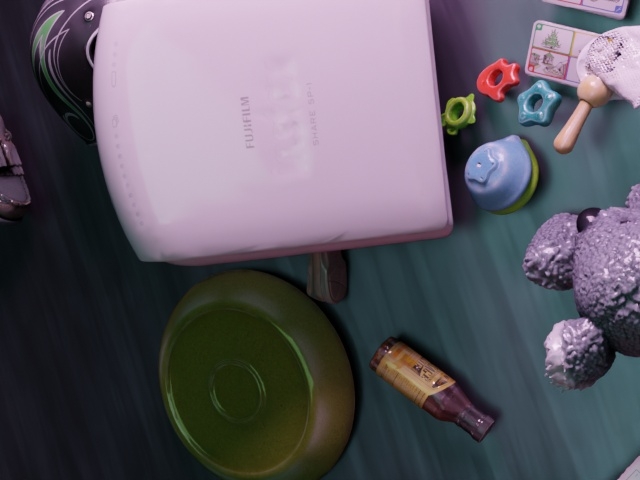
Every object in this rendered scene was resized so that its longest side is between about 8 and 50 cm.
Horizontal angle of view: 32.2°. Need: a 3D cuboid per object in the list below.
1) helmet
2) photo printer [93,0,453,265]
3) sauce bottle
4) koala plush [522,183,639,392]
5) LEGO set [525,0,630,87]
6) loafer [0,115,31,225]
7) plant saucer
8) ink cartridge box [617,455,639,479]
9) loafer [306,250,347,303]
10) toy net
[{"bbox_3d":[-0.208,-0.190,1.105,0.169,0.169,0.161,-15,105,28],"label":"helmet"},{"bbox_3d":[-0.047,-0.111,0.994,0.308,0.107,0.255,-6,98,2],"label":"photo printer"},{"bbox_3d":[0.106,0.142,1.049,0.128,0.042,0.042,35,110,17],"label":"sauce bottle"},{"bbox_3d":[0.262,0.030,0.852,0.196,0.221,0.203,-43,76,24],"label":"koala plush"},{"bbox_3d":[0.306,-0.200,0.917,0.244,0.060,0.182,19,116,26],"label":"LEGO set"},{"bbox_3d":[-0.407,-0.137,1.256,0.084,0.096,0.267,-45,73,18],"label":"loafer"},{"bbox_3d":[-0.079,0.151,1.139,0.241,0.037,0.240,5,101,29],"label":"plant saucer"},{"bbox_3d":[0.295,0.301,0.967,0.181,0.056,0.224,43,108,17],"label":"ink cartridge box"},{"bbox_3d":[0.000,0.000,1.087,0.039,0.045,0.125,6,102,38],"label":"loafer"},{"bbox_3d":[0.207,-0.121,0.953,0.232,0.045,0.122,-33,53,34],"label":"toy net"}]
